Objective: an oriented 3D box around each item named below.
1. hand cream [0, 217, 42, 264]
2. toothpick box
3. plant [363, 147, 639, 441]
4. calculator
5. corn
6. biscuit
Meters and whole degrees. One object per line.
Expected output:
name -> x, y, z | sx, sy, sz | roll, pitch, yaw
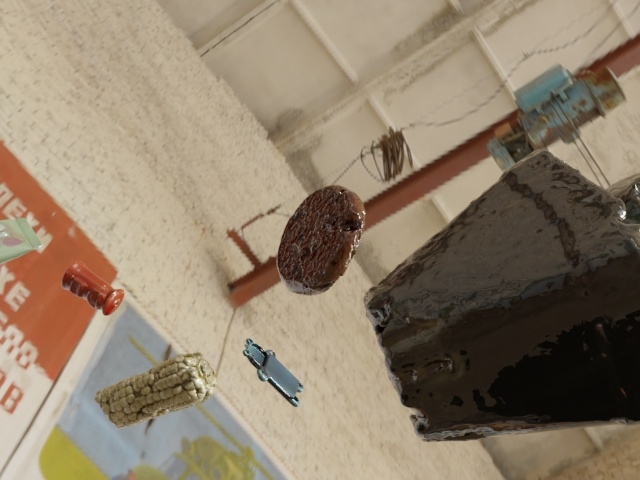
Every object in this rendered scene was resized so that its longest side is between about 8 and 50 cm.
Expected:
hand cream -> -0.596, 0.034, 1.387 | 0.305, 0.147, 0.093 | -19, -63, -23
toothpick box -> -0.322, 0.069, 1.269 | 0.083, 0.047, 0.047 | 31, -65, 15
plant -> 0.157, 0.033, 0.567 | 0.255, 0.164, 0.142 | -22, -59, -2
calculator -> -0.084, 0.229, 1.559 | 0.019, 0.094, 0.141 | -40, -79, 20
corn -> -0.263, 0.239, 1.389 | 0.210, 0.087, 0.087 | -23, -69, 11
biscuit -> 0.000, 0.000, 1.384 | 0.049, 0.192, 0.192 | 31, -66, -28
